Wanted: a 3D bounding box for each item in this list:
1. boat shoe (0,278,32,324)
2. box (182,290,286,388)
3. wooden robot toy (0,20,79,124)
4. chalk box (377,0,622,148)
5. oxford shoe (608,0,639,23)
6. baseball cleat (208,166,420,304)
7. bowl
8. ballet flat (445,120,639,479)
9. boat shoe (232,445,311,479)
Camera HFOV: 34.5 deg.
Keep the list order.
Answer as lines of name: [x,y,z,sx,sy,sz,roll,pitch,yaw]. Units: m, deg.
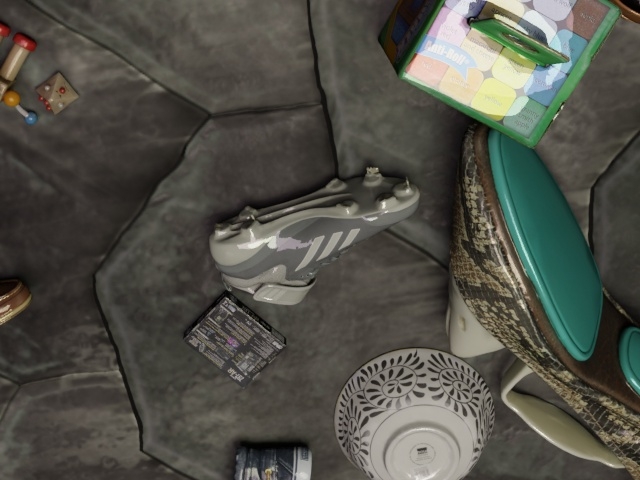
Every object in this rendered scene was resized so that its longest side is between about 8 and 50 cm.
boat shoe: [-0.370,0.064,0.996,0.178,0.064,0.060,-12,113,6]
box: [-0.086,0.101,1.042,0.083,0.018,0.067,40,105,-15]
wooden robot toy: [-0.301,-0.153,0.905,0.173,0.079,0.076,27,108,-12]
chalk box: [0.142,-0.169,0.838,0.132,0.213,0.132,27,108,-11]
oxford shoe: [0.228,-0.261,0.880,0.212,0.076,0.076,33,109,-12]
baseball cleat: [0.000,0.000,0.989,0.206,0.072,0.109,-11,125,8]
bowl: [0.099,0.202,1.054,0.170,0.080,0.170,0,111,0]
ballet flat: [0.234,0.105,0.994,0.182,0.164,0.483,-29,113,37]
boat shoe: [-0.058,0.301,1.102,0.083,0.065,0.183,5,105,-1]
